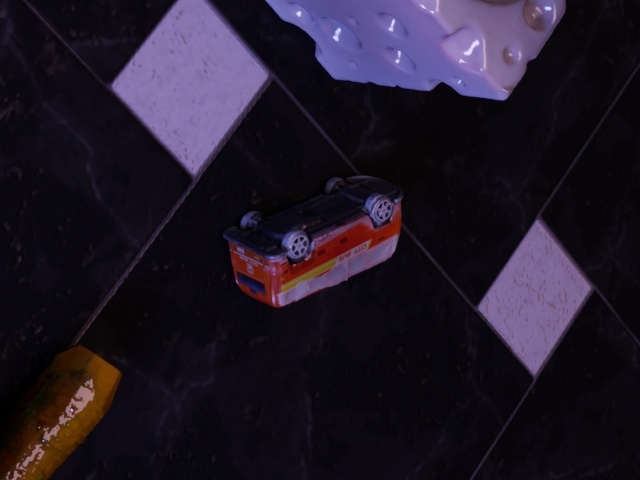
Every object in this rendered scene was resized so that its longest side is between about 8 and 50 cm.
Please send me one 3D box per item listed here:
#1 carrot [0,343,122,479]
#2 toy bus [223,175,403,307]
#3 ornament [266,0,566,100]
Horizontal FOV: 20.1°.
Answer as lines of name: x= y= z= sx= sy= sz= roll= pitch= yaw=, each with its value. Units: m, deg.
carrot: x=-0.275 y=0.222 z=1.485 sx=0.066 sy=0.066 sz=0.314 roll=44 pitch=75 yaw=-35
toy bus: x=0.000 y=0.000 z=1.660 sx=0.174 sy=0.079 sz=0.077 roll=-23 pitch=120 yaw=-34
ornament: x=0.081 y=-0.295 z=1.563 sx=0.240 sy=0.240 sz=0.239 roll=46 pitch=70 yaw=-34
